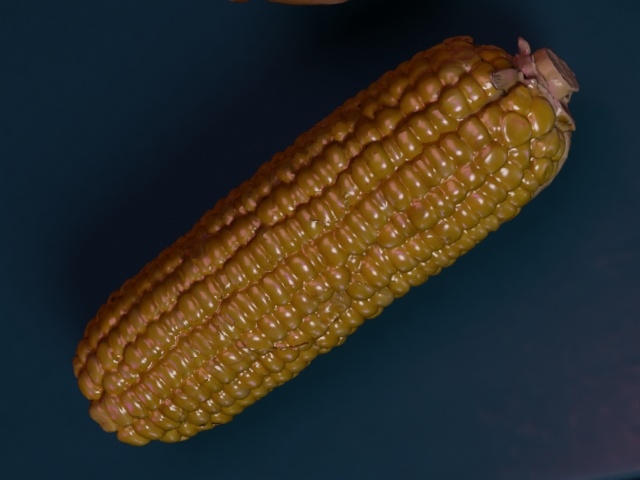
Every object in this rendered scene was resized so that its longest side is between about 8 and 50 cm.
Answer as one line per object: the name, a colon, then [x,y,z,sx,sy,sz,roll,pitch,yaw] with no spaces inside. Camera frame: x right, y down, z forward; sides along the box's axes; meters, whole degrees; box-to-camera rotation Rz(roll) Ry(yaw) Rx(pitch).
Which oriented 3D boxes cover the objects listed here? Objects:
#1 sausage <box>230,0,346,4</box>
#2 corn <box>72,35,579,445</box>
sausage: [0.034,-0.196,0.791,0.120,0.136,0.241,42,90,21]
corn: [0.000,0.000,0.768,0.238,0.080,0.080,-36,59,9]
